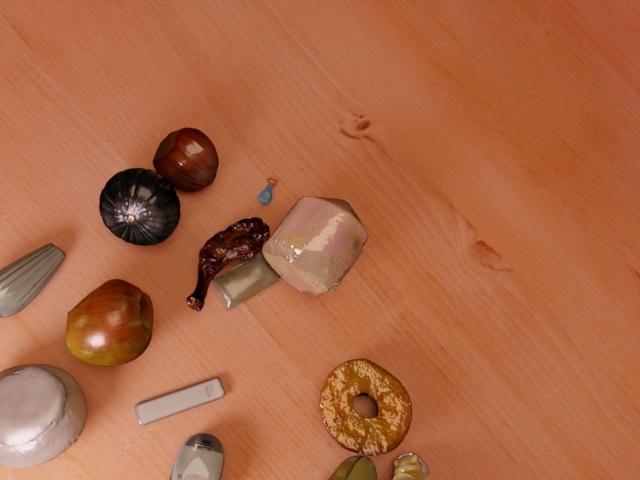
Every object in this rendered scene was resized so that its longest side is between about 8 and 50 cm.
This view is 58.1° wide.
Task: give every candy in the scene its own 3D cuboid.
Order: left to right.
[{"bbox_3d":[-0.771,0.468,1.544,0.295,0.185,0.296,-1,69,2],"label":"candy"}]

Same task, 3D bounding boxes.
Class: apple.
[{"bbox_3d":[-0.603,0.236,1.640,0.226,0.246,0.247,-9,73,-2],"label":"apple"}]

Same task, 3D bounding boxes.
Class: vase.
[{"bbox_3d":[-0.861,0.107,1.683,0.128,0.128,0.248,39,58,1],"label":"vase"}]

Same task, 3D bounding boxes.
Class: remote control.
[{"bbox_3d":[-0.418,0.479,1.721,0.260,0.029,0.067,-16,76,-17],"label":"remote control"}]

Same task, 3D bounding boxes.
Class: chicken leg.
[{"bbox_3d":[-0.311,0.063,1.841,0.157,0.096,0.407,25,52,19],"label":"chicken leg"}]

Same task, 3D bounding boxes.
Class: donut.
[{"bbox_3d":[0.132,0.526,1.809,0.302,0.110,0.303,5,68,-13],"label":"donut"}]

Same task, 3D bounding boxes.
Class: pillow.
[{"bbox_3d":[-0.242,0.129,1.877,0.208,0.053,0.119,-31,79,-19],"label":"pillow"}]

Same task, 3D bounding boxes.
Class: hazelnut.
[{"bbox_3d":[-0.438,-0.271,1.907,0.209,0.210,0.186,-11,44,-18],"label":"hazelnut"}]

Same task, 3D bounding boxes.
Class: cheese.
[{"bbox_3d":[-0.185,-0.171,2.017,0.047,0.017,0.111,26,66,-9],"label":"cheese"}]

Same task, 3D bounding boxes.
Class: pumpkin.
[{"bbox_3d":[-0.558,-0.106,1.804,0.249,0.216,0.250,1,97,4],"label":"pumpkin"}]

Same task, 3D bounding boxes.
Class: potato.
[{"bbox_3d":[0.058,0.761,1.702,0.160,0.111,0.272,50,60,-35],"label":"potato"}]

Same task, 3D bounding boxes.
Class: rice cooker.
[{"bbox_3d":[-0.348,0.651,1.625,0.145,0.127,0.207,16,71,-8],"label":"rice cooker"}]

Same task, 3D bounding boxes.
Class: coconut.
[{"bbox_3d":[0.000,0.000,1.858,0.297,0.297,0.310,38,71,0],"label":"coconut"}]

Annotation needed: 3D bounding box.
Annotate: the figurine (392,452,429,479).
[{"bbox_3d":[0.272,0.738,1.744,0.128,0.208,0.184,-27,57,21],"label":"figurine"}]
